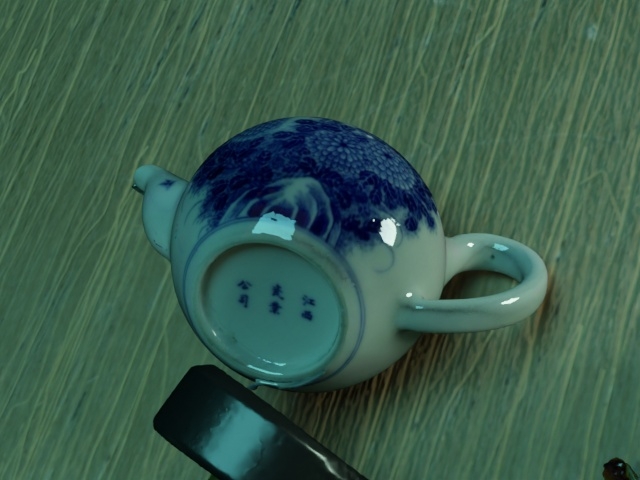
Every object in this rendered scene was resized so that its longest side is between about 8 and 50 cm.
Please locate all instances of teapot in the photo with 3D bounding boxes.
[{"bbox_3d":[0.000,0.000,1.309,0.424,0.252,0.280,12,29,14],"label":"teapot"}]

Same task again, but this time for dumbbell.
[{"bbox_3d":[-0.117,0.288,1.202,0.204,0.204,0.322,29,79,38],"label":"dumbbell"}]

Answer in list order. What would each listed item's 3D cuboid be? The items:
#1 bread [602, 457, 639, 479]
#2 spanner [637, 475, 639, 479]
[{"bbox_3d":[0.218,0.299,1.086,0.139,0.095,0.269,28,61,29],"label":"bread"},{"bbox_3d":[0.284,0.215,1.060,0.096,0.040,0.325,0,44,13],"label":"spanner"}]
